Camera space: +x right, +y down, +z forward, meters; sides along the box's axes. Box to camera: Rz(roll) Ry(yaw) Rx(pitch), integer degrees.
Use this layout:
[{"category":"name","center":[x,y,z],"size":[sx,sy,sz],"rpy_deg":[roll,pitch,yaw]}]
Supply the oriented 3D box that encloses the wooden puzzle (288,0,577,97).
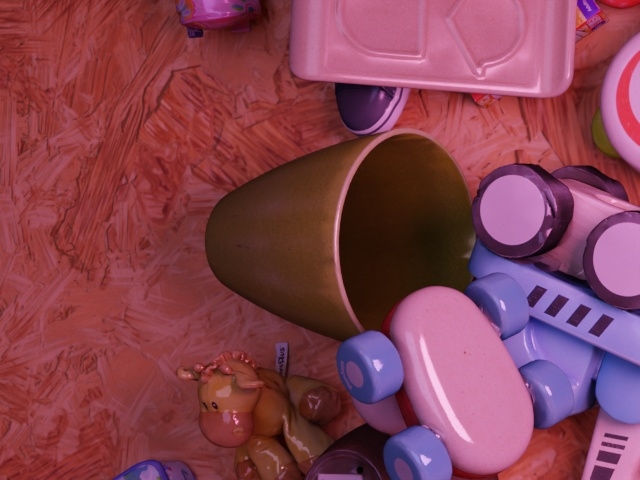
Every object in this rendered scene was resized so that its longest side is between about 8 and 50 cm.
[{"category":"wooden puzzle","center":[0.141,-0.343,1.689],"size":[0.348,0.080,0.322],"rpy_deg":[3,86,-2]}]

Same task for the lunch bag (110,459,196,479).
[{"category":"lunch bag","center":[-0.232,0.423,1.849],"size":[0.176,0.090,0.219],"rpy_deg":[-31,68,22]}]

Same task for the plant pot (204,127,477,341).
[{"category":"plant pot","center":[0.000,0.000,1.723],"size":[0.293,0.275,0.274],"rpy_deg":[1,82,42]}]

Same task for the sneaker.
[{"category":"sneaker","center":[0.055,-0.301,1.791],"size":[0.126,0.127,0.321],"rpy_deg":[3,81,43]}]

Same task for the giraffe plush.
[{"category":"giraffe plush","center":[-0.089,0.213,1.747],"size":[0.181,0.170,0.210],"rpy_deg":[-28,61,25]}]

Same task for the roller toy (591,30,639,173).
[{"category":"roller toy","center":[0.428,-0.158,1.574],"size":[0.191,0.146,0.209],"rpy_deg":[42,100,26]}]

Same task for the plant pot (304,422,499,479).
[{"category":"plant pot","center":[0.075,0.306,1.630],"size":[0.215,0.230,0.215],"rpy_deg":[-5,80,27]}]

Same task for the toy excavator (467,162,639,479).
[{"category":"toy excavator","center":[0.338,0.175,1.555],"size":[0.433,0.222,0.445],"rpy_deg":[26,107,30]}]

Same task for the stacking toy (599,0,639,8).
[{"category":"stacking toy","center":[0.414,-0.440,1.642],"size":[0.141,0.141,0.330],"rpy_deg":[28,98,28]}]

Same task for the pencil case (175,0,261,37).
[{"category":"pencil case","center":[-0.153,-0.434,1.904],"size":[0.124,0.124,0.284],"rpy_deg":[-6,93,26]}]

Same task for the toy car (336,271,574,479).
[{"category":"toy car","center":[0.112,0.175,1.509],"size":[0.210,0.219,0.238],"rpy_deg":[63,150,6]}]

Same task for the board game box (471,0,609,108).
[{"category":"board game box","center":[0.248,-0.285,1.744],"size":[0.193,0.045,0.146],"rpy_deg":[-36,67,18]}]
